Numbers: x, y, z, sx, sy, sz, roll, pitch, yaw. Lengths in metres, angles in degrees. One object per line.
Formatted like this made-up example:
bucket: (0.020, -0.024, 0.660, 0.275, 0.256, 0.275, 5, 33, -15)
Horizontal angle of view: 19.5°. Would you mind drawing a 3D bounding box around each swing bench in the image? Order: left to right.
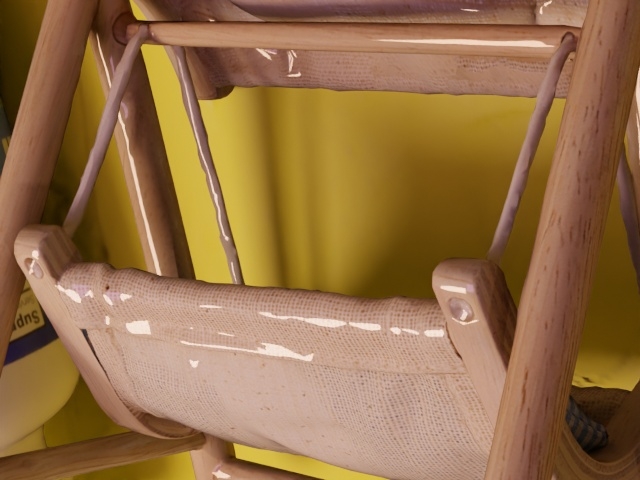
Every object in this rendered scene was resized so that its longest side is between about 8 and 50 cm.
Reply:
swing bench: (0.000, 0.000, 0.623, 0.253, 0.165, 0.254, 8, 99, 41)

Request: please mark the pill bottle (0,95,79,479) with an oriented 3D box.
pill bottle: (-0.193, 0.019, 0.813, 0.152, 0.152, 0.272, -7, 103, 43)
